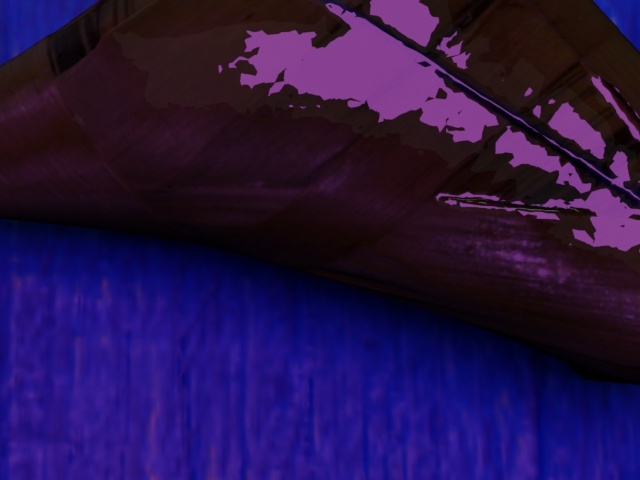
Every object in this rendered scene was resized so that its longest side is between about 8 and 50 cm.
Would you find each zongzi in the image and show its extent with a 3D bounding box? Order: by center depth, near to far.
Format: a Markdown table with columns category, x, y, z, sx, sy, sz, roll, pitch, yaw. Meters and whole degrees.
| category | x | y | z | sx | sy | sz | roll | pitch | yaw |
| --- | --- | --- | --- | --- | --- | --- | --- | --- | --- |
| zongzi | 0.000 | 0.000 | 0.722 | 0.289 | 0.123 | 0.260 | -38 | 85 | -13 |
